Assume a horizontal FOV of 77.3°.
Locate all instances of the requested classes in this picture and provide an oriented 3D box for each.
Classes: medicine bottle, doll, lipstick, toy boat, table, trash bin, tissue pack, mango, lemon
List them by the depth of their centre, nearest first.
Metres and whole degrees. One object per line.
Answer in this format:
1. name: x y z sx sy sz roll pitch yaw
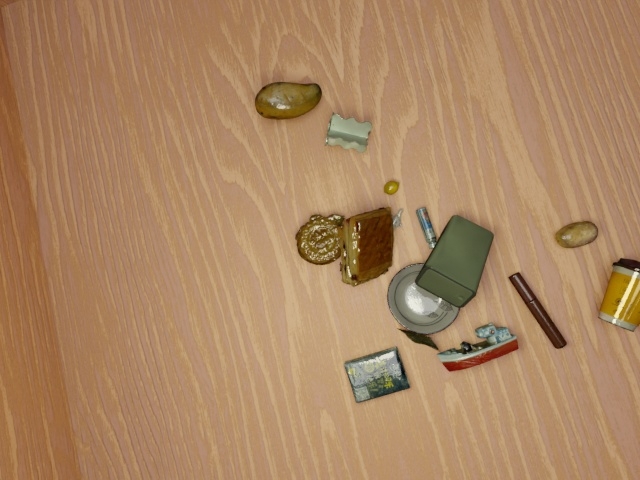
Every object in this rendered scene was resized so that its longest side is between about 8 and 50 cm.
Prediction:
1. trash bin: 0.581 0.075 1.693 0.223 0.158 0.343 30 59 11
2. toy boat: 0.663 0.454 1.724 0.332 0.145 0.133 -21 82 1
3. lipstick: 0.941 0.302 1.739 0.057 0.057 0.357 -32 81 5
4. tissue pack: 0.255 0.607 1.811 0.257 0.081 0.185 -19 83 7
5. medicine bottle: 0.492 -0.057 1.847 0.051 0.051 0.191 -18 83 7
6. doll: 0.326 -0.090 1.878 0.113 0.071 0.135 7 93 -8
7. lemon: 0.335 -0.249 1.884 0.083 0.062 0.062 -33 81 7
8. table: 0.136 -0.506 1.900 0.198 0.166 0.166 14 87 2
9. mango: -0.156 -0.683 1.961 0.329 0.175 0.176 -2 107 -9

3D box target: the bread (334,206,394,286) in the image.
1. bread: 0.190 0.018 1.788 0.167 0.277 0.324 17 114 47

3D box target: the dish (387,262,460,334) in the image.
1. dish: 0.458 0.260 1.793 0.316 0.106 0.316 -2 79 11

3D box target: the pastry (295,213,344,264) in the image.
1. pastry: 0.000 0.000 1.893 0.240 0.132 0.235 -1 76 2

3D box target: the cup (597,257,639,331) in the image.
1. cup: 1.265 0.219 1.637 0.196 0.196 0.280 21 97 10

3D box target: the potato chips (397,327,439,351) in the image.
1. potato chips: 0.440 0.437 1.776 0.209 0.142 0.026 34 65 -11

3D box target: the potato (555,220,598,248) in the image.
1. potato: 1.107 -0.025 1.728 0.170 0.080 0.107 -22 81 2
